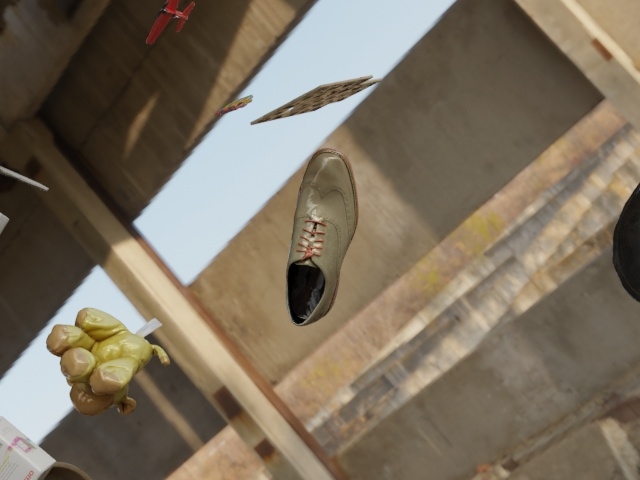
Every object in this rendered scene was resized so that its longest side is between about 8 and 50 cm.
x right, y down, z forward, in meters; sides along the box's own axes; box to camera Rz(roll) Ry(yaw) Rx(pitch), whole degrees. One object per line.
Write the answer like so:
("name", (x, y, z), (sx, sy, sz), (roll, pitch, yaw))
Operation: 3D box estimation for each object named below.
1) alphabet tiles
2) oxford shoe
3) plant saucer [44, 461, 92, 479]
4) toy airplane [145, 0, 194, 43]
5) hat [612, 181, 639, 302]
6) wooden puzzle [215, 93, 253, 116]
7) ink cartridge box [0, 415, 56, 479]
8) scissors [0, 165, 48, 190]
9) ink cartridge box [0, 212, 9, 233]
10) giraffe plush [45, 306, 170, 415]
("alphabet tiles", (0.007, -0.277, 1.711), (0.198, 0.009, 0.237), (-20, 1, 43))
("oxford shoe", (0.000, 0.000, 1.689), (0.130, 0.123, 0.348), (-45, -39, -75))
("plant saucer", (-0.537, 0.574, 1.725), (0.041, 0.278, 0.278), (-10, 15, 36))
("toy airplane", (-0.286, -0.440, 1.723), (0.151, 0.028, 0.151), (-57, -1, -2))
("hat", (0.564, -0.020, 1.247), (0.331, 0.134, 0.331), (-58, 13, 22))
("wooden puzzle", (-0.141, -0.221, 1.449), (0.083, 0.006, 0.049), (-11, 25, 39))
("ink cartridge box", (-0.504, 0.359, 1.426), (0.088, 0.122, 0.052), (-53, -7, 11))
("scissors", (-0.480, -0.116, 1.240), (0.021, 0.109, 0.297), (-62, -7, 1))
("ink cartridge box", (-0.514, -0.035, 1.122), (0.209, 0.062, 0.109), (43, -113, -48))
("giraffe plush", (-0.383, 0.232, 1.551), (0.210, 0.181, 0.170), (-11, -40, -50))
